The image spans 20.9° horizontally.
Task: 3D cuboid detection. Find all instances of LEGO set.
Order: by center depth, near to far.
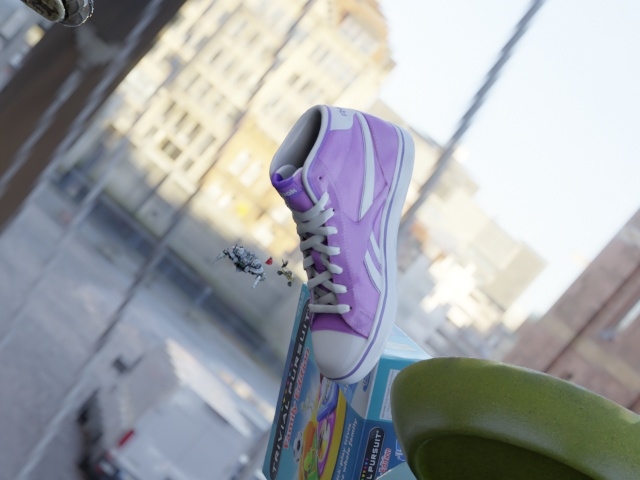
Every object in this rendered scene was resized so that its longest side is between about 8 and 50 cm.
[{"bbox_3d":[-0.060,0.020,1.630,0.083,0.023,0.054,-5,47,-41],"label":"LEGO set"}]

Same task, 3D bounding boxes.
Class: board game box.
[{"bbox_3d":[0.027,0.213,2.017,0.079,0.254,0.336,10,9,-17],"label":"board game box"}]

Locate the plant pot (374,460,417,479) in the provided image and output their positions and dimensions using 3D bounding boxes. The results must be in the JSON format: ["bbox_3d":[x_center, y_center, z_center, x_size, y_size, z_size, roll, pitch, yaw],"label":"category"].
[{"bbox_3d":[0.104,0.300,1.279,0.235,0.293,0.293,44,1,23],"label":"plant pot"}]

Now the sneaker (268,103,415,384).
[{"bbox_3d":[-0.001,0.000,1.777,0.102,0.282,0.161,-3,-14,44],"label":"sneaker"}]

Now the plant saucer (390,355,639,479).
[{"bbox_3d":[0.145,0.157,1.081,0.241,0.037,0.241,23,-26,12],"label":"plant saucer"}]

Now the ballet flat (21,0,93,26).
[{"bbox_3d":[-0.265,-0.251,1.281,0.250,0.058,0.084,51,-35,-11],"label":"ballet flat"}]
